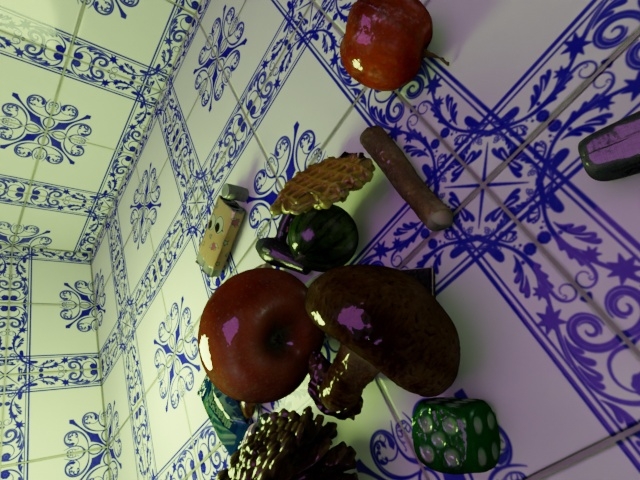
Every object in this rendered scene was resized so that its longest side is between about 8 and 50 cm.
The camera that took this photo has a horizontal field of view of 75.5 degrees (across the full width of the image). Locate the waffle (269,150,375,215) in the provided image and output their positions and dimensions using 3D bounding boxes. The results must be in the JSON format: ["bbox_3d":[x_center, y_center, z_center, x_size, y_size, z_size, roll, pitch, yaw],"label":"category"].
[{"bbox_3d":[0.013,-0.160,1.119,0.311,0.307,0.060,-4,124,38],"label":"waffle"}]

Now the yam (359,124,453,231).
[{"bbox_3d":[0.203,-0.162,1.019,0.081,0.081,0.357,-52,48,28],"label":"yam"}]

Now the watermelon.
[{"bbox_3d":[0.000,0.000,1.112,0.188,0.214,0.188,31,146,23],"label":"watermelon"}]

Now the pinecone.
[{"bbox_3d":[-0.045,0.598,0.942,0.384,0.384,0.385,-12,74,46],"label":"pinecone"}]

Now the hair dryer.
[{"bbox_3d":[-0.090,-0.035,1.323,0.235,0.091,0.272,22,95,38],"label":"hair dryer"}]

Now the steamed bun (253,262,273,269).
[{"bbox_3d":[-0.153,0.166,1.332,0.177,0.106,0.193,11,99,44],"label":"steamed bun"}]

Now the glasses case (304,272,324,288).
[{"bbox_3d":[-0.011,0.148,1.199,0.197,0.049,0.076,-40,48,50],"label":"glasses case"}]

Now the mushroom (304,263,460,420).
[{"bbox_3d":[0.085,0.215,0.865,0.356,0.334,0.331,-36,87,0],"label":"mushroom"}]

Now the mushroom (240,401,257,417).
[{"bbox_3d":[-0.221,0.521,1.361,0.129,0.072,0.088,-49,7,22],"label":"mushroom"}]

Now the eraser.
[{"bbox_3d":[-0.401,-0.015,1.651,0.171,0.087,0.291,39,111,46],"label":"eraser"}]

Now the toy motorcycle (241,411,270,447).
[{"bbox_3d":[-0.137,0.664,1.199,0.188,0.143,0.327,-26,78,52],"label":"toy motorcycle"}]

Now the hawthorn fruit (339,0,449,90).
[{"bbox_3d":[0.189,-0.482,1.021,0.271,0.242,0.242,28,106,15],"label":"hawthorn fruit"}]

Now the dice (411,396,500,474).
[{"bbox_3d":[0.263,0.374,0.807,0.130,0.128,0.120,-18,68,45],"label":"dice"}]

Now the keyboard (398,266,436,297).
[{"bbox_3d":[0.150,0.127,1.058,0.316,0.027,0.106,-10,74,46],"label":"keyboard"}]

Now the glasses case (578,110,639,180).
[{"bbox_3d":[0.557,-0.179,0.590,0.323,0.131,0.074,-25,70,43],"label":"glasses case"}]

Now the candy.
[{"bbox_3d":[-0.348,0.603,1.480,0.331,0.077,0.187,44,117,40],"label":"candy"}]

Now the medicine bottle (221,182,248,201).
[{"bbox_3d":[-0.331,-0.185,1.603,0.058,0.091,0.058,-12,73,46],"label":"medicine bottle"}]

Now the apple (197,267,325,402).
[{"bbox_3d":[-0.150,0.245,1.080,0.276,0.348,0.349,-7,77,57],"label":"apple"}]
